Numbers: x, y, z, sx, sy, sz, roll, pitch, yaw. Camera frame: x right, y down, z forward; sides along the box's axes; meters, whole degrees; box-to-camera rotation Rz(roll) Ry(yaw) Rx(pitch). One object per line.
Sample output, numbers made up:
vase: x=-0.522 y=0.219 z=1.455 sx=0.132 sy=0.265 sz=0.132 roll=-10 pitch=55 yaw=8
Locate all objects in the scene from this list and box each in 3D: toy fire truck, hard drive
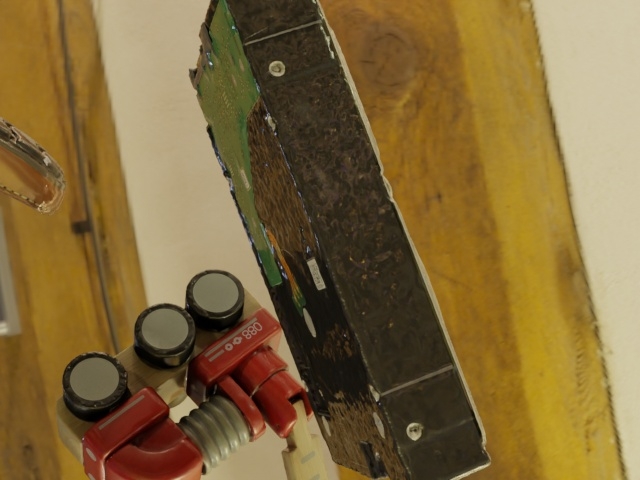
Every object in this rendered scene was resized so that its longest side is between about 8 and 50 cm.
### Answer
toy fire truck: x=-0.094 y=0.189 z=0.987 sx=0.246 sy=0.217 sz=0.158 roll=43 pitch=-31 yaw=19
hard drive: x=0.000 y=0.000 z=0.748 sx=0.237 sy=0.064 sz=0.338 roll=148 pitch=-79 yaw=-76

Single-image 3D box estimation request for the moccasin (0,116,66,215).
moccasin: x=-0.435 y=-0.093 z=1.010 sx=0.146 sy=0.380 sz=0.139 roll=-71 pitch=-161 yaw=2
